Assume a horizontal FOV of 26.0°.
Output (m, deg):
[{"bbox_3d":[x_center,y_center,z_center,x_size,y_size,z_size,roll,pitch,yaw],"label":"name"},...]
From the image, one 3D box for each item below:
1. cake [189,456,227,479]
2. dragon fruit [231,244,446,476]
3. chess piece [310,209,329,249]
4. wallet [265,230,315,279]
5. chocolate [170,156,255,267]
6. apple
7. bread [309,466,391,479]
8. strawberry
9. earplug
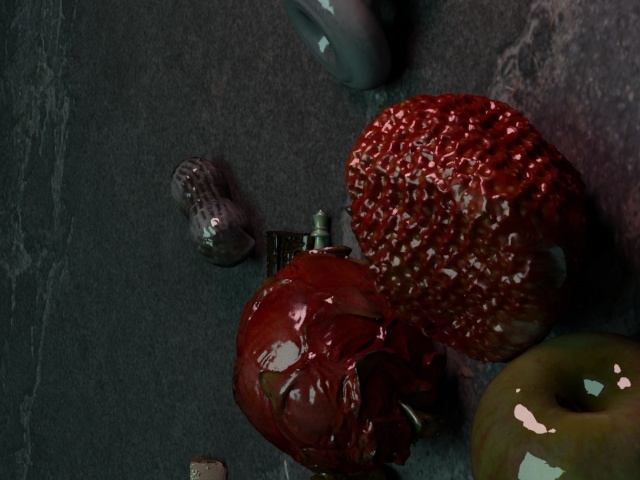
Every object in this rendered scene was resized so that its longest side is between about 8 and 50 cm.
[{"bbox_3d":[-0.218,0.412,2.471,0.121,0.065,0.052,175,95,-65],"label":"cake"},{"bbox_3d":[0.019,0.162,1.854,0.342,0.277,0.277,41,127,34],"label":"dragon fruit"},{"bbox_3d":[0.000,0.000,2.096,0.042,0.042,0.093,-1,85,59],"label":"chess piece"},{"bbox_3d":[-0.047,0.108,2.179,0.133,0.039,0.243,7,98,57],"label":"wallet"},{"bbox_3d":[-0.186,-0.045,2.332,0.248,0.110,0.110,59,139,45],"label":"chocolate"},{"bbox_3d":[0.288,0.235,1.463,0.257,0.257,0.234,40,156,50],"label":"apple"},{"bbox_3d":[0.041,0.428,1.972,0.247,0.135,0.232,-26,57,59],"label":"bread"},{"bbox_3d":[0.188,-0.011,1.573,0.351,0.267,0.312,27,138,66],"label":"strawberry"},{"bbox_3d":[0.042,-0.358,1.890,0.214,0.175,0.325,44,138,39],"label":"earplug"}]
